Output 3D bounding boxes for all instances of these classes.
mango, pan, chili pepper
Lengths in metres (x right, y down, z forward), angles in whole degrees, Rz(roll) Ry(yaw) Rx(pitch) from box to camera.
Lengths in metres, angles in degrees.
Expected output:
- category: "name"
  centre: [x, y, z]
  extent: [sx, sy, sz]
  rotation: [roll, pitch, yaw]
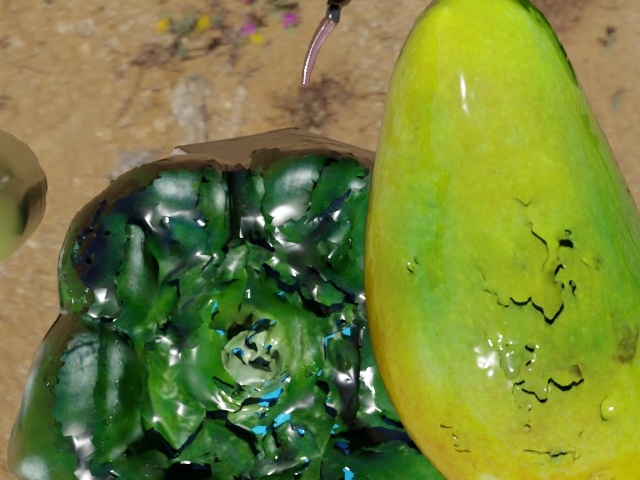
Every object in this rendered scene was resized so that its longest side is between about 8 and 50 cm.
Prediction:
- category: "mango"
  centre: [0.074, 0.012, 0.619]
  extent: [0.125, 0.111, 0.233]
  rotation: [-55, 132, -57]
- category: "pan"
  centre: [0.014, -0.270, 1.756]
  extent: [0.040, 0.115, 0.212]
  rotation: [9, 110, -8]
- category: "chili pepper"
  centre: [-0.038, 0.073, 0.874]
  extent: [0.249, 0.256, 0.233]
  rotation: [11, 76, -9]

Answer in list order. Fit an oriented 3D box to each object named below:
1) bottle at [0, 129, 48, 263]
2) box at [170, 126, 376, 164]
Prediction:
- category: "bottle"
  centre: [-0.277, -0.026, 1.188]
  extent: [0.112, 0.260, 0.112]
  rotation: [0, 98, -2]
- category: "box"
  centre: [0.000, 0.000, 1.796]
  extent: [0.225, 0.297, 0.190]
  rotation: [-12, 114, -50]
